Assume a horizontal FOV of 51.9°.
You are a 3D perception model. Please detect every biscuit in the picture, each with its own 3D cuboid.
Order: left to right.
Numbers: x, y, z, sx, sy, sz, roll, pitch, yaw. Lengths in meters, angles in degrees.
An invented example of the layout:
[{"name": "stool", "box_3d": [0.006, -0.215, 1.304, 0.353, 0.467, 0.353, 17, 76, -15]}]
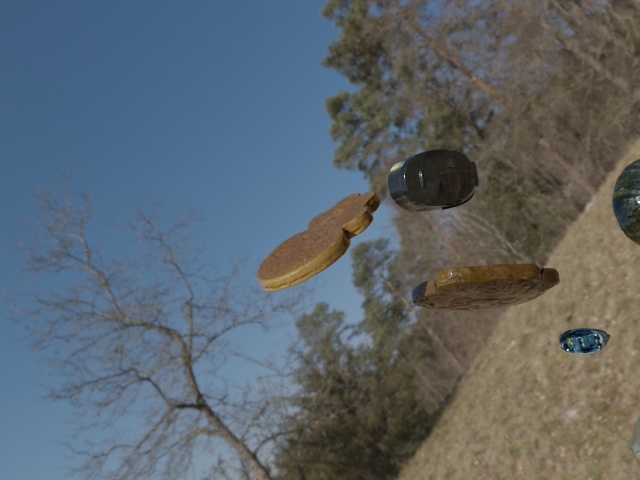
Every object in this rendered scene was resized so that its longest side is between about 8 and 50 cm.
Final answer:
[{"name": "biscuit", "box_3d": [0.000, 0.001, 1.248, 0.289, 0.044, 0.202, -42, 21, -32]}, {"name": "biscuit", "box_3d": [0.328, 0.101, 1.313, 0.273, 0.049, 0.257, -1, -19, -15]}]

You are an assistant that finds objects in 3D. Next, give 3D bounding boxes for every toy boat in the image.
[{"name": "toy boat", "box_3d": [0.594, 0.229, 1.491, 0.061, 0.060, 0.137, -12, -4, -28]}]

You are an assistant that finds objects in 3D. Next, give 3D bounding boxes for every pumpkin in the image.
[{"name": "pumpkin", "box_3d": [0.771, -0.085, 1.491, 0.224, 0.223, 0.157, -30, 10, -22]}]

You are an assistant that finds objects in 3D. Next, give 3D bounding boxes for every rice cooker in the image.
[{"name": "rice cooker", "box_3d": [0.206, -0.109, 1.208, 0.165, 0.112, 0.106, -6, -4, -31]}]

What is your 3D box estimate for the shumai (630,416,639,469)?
[{"name": "shumai", "box_3d": [0.415, 0.225, 0.707, 0.314, 0.267, 0.262, -21, -29, -34]}]
